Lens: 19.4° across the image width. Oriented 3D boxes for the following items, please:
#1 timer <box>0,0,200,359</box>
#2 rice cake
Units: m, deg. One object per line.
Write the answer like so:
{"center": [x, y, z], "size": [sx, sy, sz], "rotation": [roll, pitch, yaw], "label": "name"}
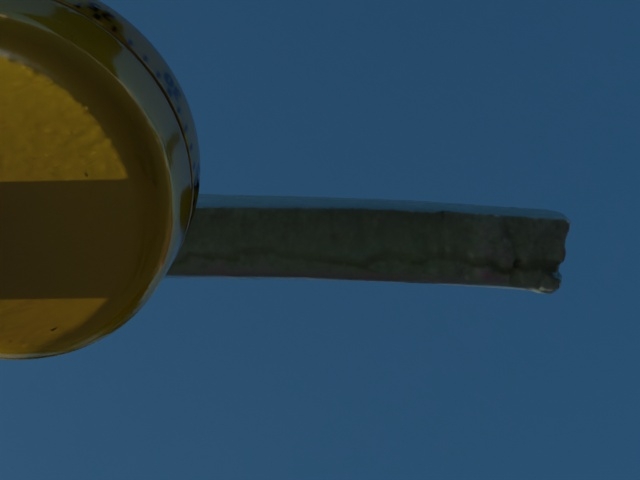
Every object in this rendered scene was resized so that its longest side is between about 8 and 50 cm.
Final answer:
{"center": [-0.088, -0.015, 0.498], "size": [0.107, 0.109, 0.107], "rotation": [5, -62, 9], "label": "timer"}
{"center": [0.000, 0.000, 0.803], "size": [0.198, 0.189, 0.037], "rotation": [2, -88, 1], "label": "rice cake"}
